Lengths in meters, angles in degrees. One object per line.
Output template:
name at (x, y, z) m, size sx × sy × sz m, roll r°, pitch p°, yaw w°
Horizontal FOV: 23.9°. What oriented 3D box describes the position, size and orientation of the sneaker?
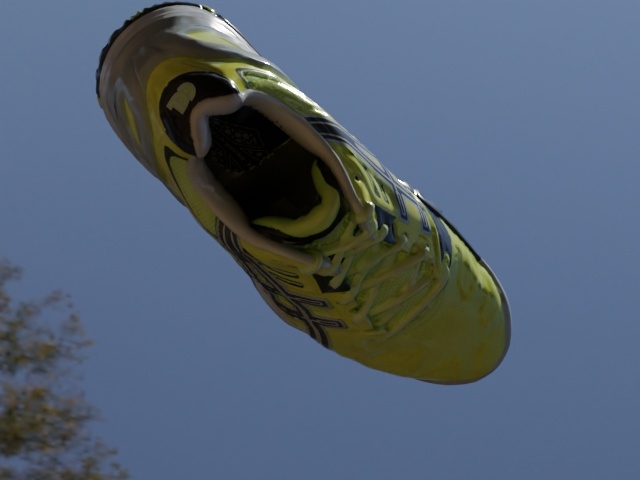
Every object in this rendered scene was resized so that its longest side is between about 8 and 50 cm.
sneaker at (0.000, 0.000, 1.051) m, size 0.145 × 0.385 × 0.147 m, roll -48°, pitch -151°, yaw 7°
